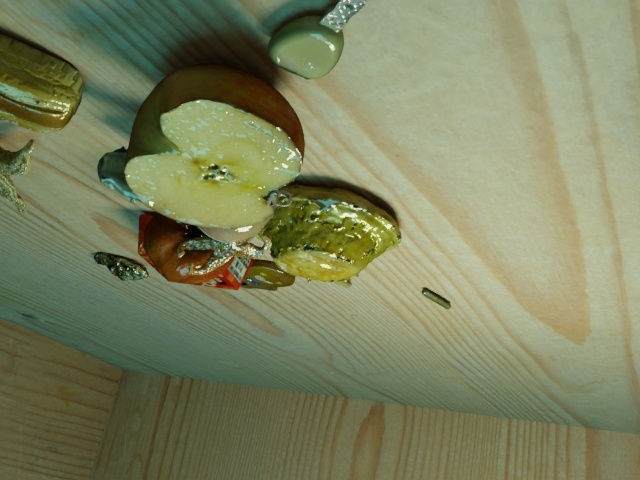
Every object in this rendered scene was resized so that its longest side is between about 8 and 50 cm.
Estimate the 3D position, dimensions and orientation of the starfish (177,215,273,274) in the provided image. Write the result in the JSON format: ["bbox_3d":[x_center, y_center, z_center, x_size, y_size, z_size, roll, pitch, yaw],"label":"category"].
[{"bbox_3d":[-0.180,-0.004,1.517,0.209,0.053,0.150,-35,133,16],"label":"starfish"}]

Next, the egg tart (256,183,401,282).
[{"bbox_3d":[0.001,0.000,1.588,0.341,0.132,0.341,10,158,4],"label":"egg tart"}]

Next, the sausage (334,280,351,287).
[{"bbox_3d":[0.025,0.092,1.960,0.132,0.024,0.024,24,157,-28],"label":"sausage"}]

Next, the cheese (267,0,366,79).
[{"bbox_3d":[0.003,-0.274,1.008,0.097,0.037,0.192,20,159,-22],"label":"cheese"}]

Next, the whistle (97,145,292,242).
[{"bbox_3d":[-0.223,-0.092,1.375,0.348,0.189,0.189,8,161,-14],"label":"whistle"}]

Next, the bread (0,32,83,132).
[{"bbox_3d":[-0.511,-0.260,1.250,0.236,0.106,0.140,21,156,-24],"label":"bread"}]

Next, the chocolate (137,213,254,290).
[{"bbox_3d":[-0.310,0.032,1.887,0.235,0.108,0.237,6,157,13],"label":"chocolate"}]

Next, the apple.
[{"bbox_3d":[-0.156,-0.164,1.190,0.251,0.163,0.293,22,142,-27],"label":"apple"}]

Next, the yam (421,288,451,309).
[{"bbox_3d":[0.297,0.150,1.956,0.021,0.021,0.116,-8,150,43],"label":"yam"}]

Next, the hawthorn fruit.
[{"bbox_3d":[-0.284,0.002,1.669,0.207,0.207,0.243,18,163,-15],"label":"hawthorn fruit"}]

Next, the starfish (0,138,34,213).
[{"bbox_3d":[-0.751,-0.185,1.616,0.293,0.084,0.301,22,154,-12],"label":"starfish"}]

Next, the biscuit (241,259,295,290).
[{"bbox_3d":[-0.170,0.096,2.072,0.236,0.039,0.180,-12,147,44],"label":"biscuit"}]

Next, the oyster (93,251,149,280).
[{"bbox_3d":[-0.585,0.081,2.252,0.177,0.056,0.105,15,152,6],"label":"oyster"}]
